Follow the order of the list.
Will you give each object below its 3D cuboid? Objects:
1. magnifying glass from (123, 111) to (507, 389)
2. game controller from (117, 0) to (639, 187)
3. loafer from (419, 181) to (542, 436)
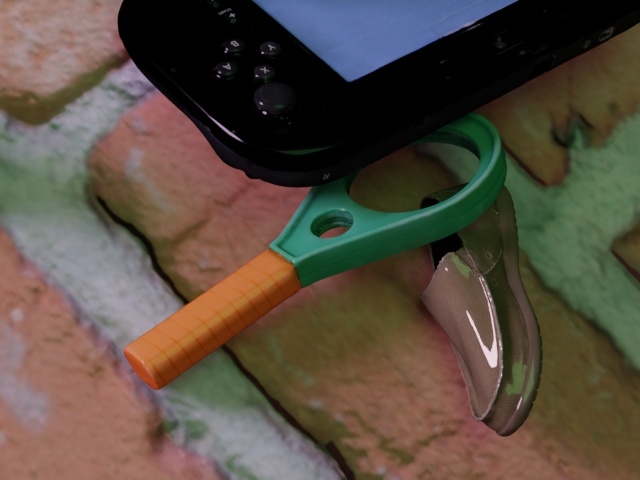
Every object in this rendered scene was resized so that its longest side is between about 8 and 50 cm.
[{"bbox_3d":[0.000,0.000,0.739,0.231,0.026,0.092,-37,42,-20],"label":"magnifying glass"},{"bbox_3d":[0.049,-0.137,0.802,0.319,0.067,0.166,-28,64,-29],"label":"game controller"},{"bbox_3d":[0.079,0.034,0.755,0.050,0.056,0.148,5,54,-15],"label":"loafer"}]
